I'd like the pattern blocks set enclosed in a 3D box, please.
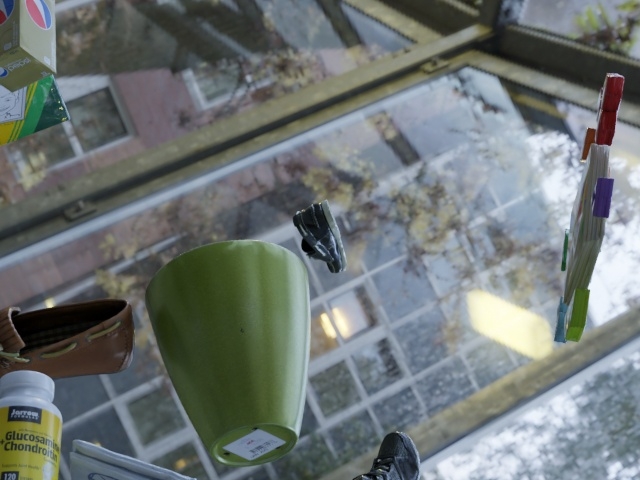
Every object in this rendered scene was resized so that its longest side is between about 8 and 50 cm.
[{"bbox_3d":[0.319,-0.017,1.246,0.325,0.026,0.285,77,23,-69],"label":"pattern blocks set"}]

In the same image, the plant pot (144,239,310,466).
[{"bbox_3d":[-0.126,0.196,1.657,0.275,0.275,0.293,95,-16,-51],"label":"plant pot"}]

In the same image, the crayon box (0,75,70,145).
[{"bbox_3d":[-0.571,-0.222,1.477,0.313,0.363,0.106,92,-28,-67],"label":"crayon box"}]

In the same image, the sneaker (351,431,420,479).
[{"bbox_3d":[0.113,0.427,1.886,0.087,0.227,0.130,-12,-48,32],"label":"sneaker"}]

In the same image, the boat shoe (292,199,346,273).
[{"bbox_3d":[0.000,0.000,1.977,0.233,0.079,0.084,69,-3,-62],"label":"boat shoe"}]

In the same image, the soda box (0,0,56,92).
[{"bbox_3d":[-0.319,-0.252,1.093,0.058,0.061,0.181,36,40,-56],"label":"soda box"}]

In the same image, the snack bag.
[{"bbox_3d":[-0.202,0.406,1.512,0.342,0.037,0.323,20,-32,1],"label":"snack bag"}]

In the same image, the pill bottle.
[{"bbox_3d":[-0.393,0.268,1.362,0.103,0.103,0.184,97,-10,-53],"label":"pill bottle"}]

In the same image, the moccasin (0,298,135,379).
[{"bbox_3d":[-0.477,0.158,1.608,0.139,0.380,0.147,-111,-159,-52],"label":"moccasin"}]
